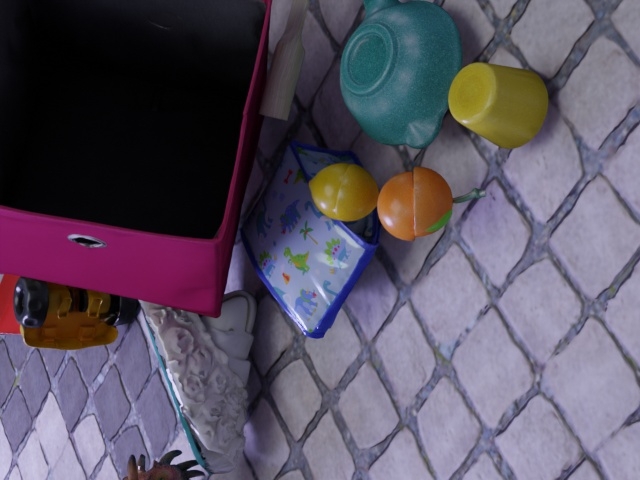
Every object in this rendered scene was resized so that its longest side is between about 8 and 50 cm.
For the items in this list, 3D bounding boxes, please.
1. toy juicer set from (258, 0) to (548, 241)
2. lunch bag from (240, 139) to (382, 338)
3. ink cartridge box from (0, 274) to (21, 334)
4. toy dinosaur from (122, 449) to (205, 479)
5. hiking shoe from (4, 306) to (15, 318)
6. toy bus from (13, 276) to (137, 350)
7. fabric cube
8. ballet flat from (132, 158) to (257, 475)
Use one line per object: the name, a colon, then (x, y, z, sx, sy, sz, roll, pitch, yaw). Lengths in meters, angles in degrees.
toy juicer set: (0.053, -0.124, 1.259, 0.329, 0.089, 0.209, 45, 113, 42)
lunch bag: (0.000, 0.000, 1.337, 0.129, 0.096, 0.151, -61, 35, 33)
ink cartridge box: (-0.448, 0.039, 1.883, 0.224, 0.056, 0.181, -4, 61, 46)
toy dinosaur: (-0.196, 0.321, 1.532, 0.295, 0.127, 0.200, -14, 98, 57)
hiking shoe: (-0.427, 0.073, 1.926, 0.227, 0.086, 0.114, -8, 87, 54)
toy bus: (-0.325, -0.001, 1.740, 0.211, 0.149, 0.220, 42, 124, 48)
fabric cube: (-0.194, -0.095, 1.342, 0.258, 0.254, 0.259, 104, 177, -71)
ballet flat: (-0.147, 0.046, 1.495, 0.147, 0.147, 0.409, -34, 78, 48)
